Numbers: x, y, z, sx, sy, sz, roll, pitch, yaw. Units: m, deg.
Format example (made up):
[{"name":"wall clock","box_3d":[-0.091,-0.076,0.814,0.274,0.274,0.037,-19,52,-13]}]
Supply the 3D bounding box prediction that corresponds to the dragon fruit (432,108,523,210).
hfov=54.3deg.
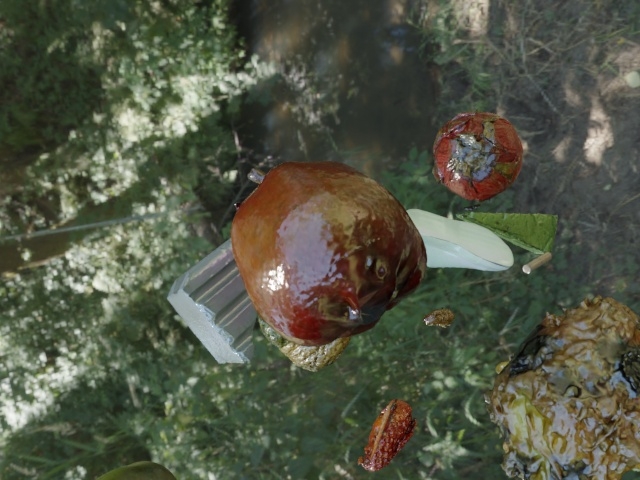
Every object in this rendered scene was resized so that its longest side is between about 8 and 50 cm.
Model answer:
[{"name":"dragon fruit","box_3d":[0.365,-0.204,1.476,0.218,0.148,0.224,46,103,12]}]

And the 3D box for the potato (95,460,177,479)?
[{"name":"potato","box_3d":[-0.388,0.540,1.257,0.169,0.248,0.143,33,108,19]}]

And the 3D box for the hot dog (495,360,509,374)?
[{"name":"hot dog","box_3d":[0.505,0.318,1.507,0.066,0.216,0.047,-40,51,36]}]

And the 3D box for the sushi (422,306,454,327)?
[{"name":"sushi","box_3d":[0.390,0.254,2.039,0.060,0.118,0.061,119,157,-54]}]

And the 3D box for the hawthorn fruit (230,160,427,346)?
[{"name":"hawthorn fruit","box_3d":[0.009,0.015,0.957,0.311,0.295,0.294,-134,40,-59]}]

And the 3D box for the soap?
[{"name":"soap","box_3d":[-0.206,0.136,1.590,0.257,0.302,0.159,52,143,-6]}]

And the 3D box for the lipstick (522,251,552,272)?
[{"name":"lipstick","box_3d":[0.429,0.043,1.234,0.019,0.094,0.018,18,117,41]}]

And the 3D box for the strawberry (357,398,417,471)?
[{"name":"strawberry","box_3d":[0.159,0.459,1.451,0.082,0.188,0.121,32,144,0]}]

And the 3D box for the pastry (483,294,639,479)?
[{"name":"pastry","box_3d":[0.502,0.281,1.152,0.292,0.405,0.337,136,123,-62]}]

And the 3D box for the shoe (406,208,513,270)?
[{"name":"shoe","box_3d":[0.280,0.016,1.359,0.110,0.265,0.095,121,167,-48]}]

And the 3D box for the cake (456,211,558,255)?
[{"name":"cake","box_3d":[0.450,-0.051,1.503,0.100,0.235,0.099,173,120,-84]}]

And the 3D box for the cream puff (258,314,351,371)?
[{"name":"cream puff","box_3d":[-0.042,0.158,1.264,0.183,0.169,0.183,-36,35,31]}]
